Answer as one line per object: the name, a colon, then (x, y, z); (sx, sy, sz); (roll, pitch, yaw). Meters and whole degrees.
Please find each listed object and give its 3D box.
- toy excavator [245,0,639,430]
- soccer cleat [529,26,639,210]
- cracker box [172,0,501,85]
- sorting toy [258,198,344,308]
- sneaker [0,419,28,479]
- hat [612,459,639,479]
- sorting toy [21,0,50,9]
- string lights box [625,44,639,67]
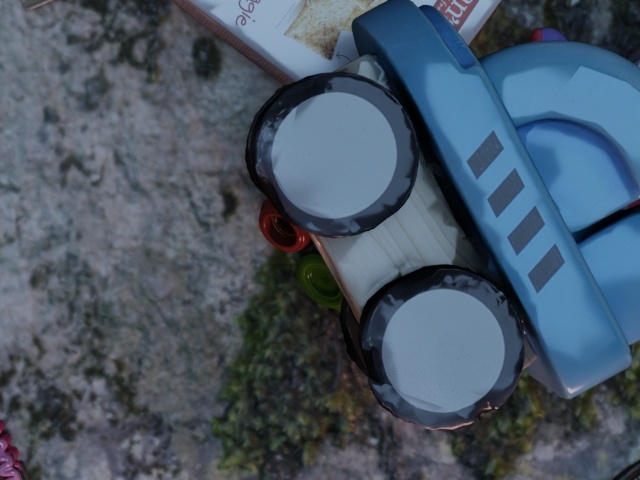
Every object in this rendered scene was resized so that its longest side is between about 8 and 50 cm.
toy excavator: (0.222, -0.015, 1.318); (0.445, 0.222, 0.433); (-29, 94, -1)
soccer cleat: (0.208, -0.043, 1.461); (0.095, 0.083, 0.248); (-9, 95, 4)
cracker box: (0.003, -0.194, 1.446); (0.232, 0.067, 0.156); (36, 86, -6)
sorting toy: (0.000, 0.000, 1.457); (0.102, 0.061, 0.042); (52, 50, -11)
sneaker: (-0.263, 0.142, 1.424); (0.057, 0.047, 0.119); (-22, 91, 4)
hat: (0.337, 0.310, 1.453); (0.331, 0.134, 0.331); (0, 90, -6)
sorting toy: (-0.196, -0.216, 1.447); (0.083, 0.012, 0.062); (-24, 88, -4)
string lights box: (0.345, -0.063, 1.484); (0.133, 0.077, 0.260); (-44, 95, -6)
